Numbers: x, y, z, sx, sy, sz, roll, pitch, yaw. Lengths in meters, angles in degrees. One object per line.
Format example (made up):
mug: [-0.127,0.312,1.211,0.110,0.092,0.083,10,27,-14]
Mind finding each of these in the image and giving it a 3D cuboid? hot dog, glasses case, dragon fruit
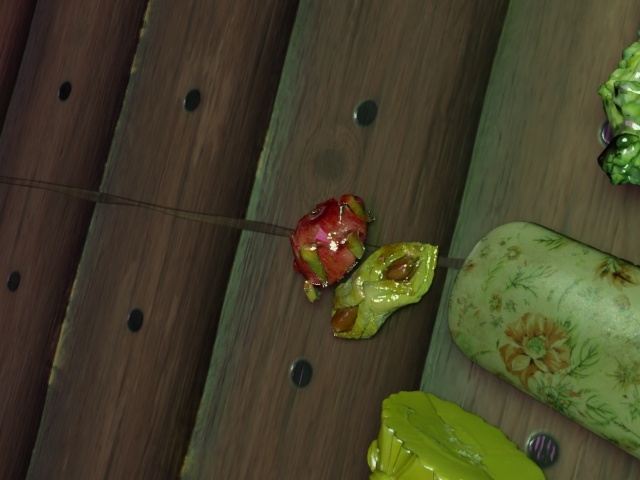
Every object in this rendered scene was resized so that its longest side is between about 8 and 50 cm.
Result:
hot dog: [0.063,0.057,1.103,0.169,0.061,0.078,-46,54,21]
glasses case: [0.296,0.112,0.869,0.425,0.098,0.156,29,100,41]
dragon fruit: [0.002,-0.005,1.149,0.126,0.068,0.112,-48,28,11]

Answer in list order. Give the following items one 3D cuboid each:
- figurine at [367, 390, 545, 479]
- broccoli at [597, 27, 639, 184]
figurine: [0.082,0.336,0.977,0.187,0.168,0.315,32,109,30]
broccoli: [0.341,-0.132,0.800,0.247,0.243,0.263,-40,60,9]
